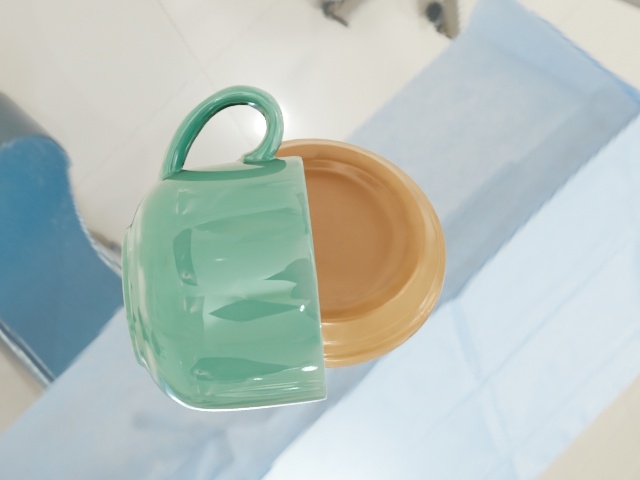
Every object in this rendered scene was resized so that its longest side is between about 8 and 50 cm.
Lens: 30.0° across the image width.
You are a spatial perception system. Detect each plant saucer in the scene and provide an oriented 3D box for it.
[{"bbox_3d":[0.000,0.000,0.911,0.200,0.200,0.037,-33,159,-22],"label":"plant saucer"}]

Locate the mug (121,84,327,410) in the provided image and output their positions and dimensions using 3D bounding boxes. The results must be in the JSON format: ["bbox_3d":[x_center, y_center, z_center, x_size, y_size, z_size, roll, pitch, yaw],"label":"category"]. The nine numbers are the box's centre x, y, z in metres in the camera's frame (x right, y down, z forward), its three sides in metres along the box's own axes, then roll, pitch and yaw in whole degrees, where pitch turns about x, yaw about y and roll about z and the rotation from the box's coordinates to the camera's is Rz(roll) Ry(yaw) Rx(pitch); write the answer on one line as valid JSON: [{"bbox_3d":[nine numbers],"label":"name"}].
[{"bbox_3d":[-0.053,0.013,0.639,0.097,0.158,0.129,-7,148,-1],"label":"mug"}]
